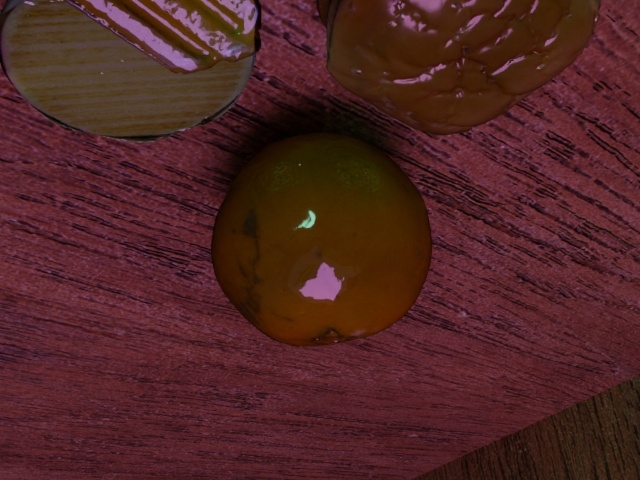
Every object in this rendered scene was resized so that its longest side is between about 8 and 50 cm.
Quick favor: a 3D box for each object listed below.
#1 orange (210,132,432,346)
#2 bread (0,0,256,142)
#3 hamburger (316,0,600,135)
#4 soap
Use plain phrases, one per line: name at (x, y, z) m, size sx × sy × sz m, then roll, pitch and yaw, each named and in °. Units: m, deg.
orange at (0.000, 0.000, 1.090) m, size 0.312 × 0.312 × 0.312 m, roll -6°, pitch 147°, yaw -4°
bread at (-0.221, -0.219, 0.927) m, size 0.301 × 0.045 × 0.301 m, roll -6°, pitch 148°, yaw -4°
hamburger at (0.148, -0.257, 0.860) m, size 0.319 × 0.158 × 0.318 m, roll -9°, pitch 147°, yaw -6°
soap at (-0.159, -0.273, 0.765) m, size 0.257 × 0.080 × 0.160 m, roll 31°, pitch 109°, yaw -36°
